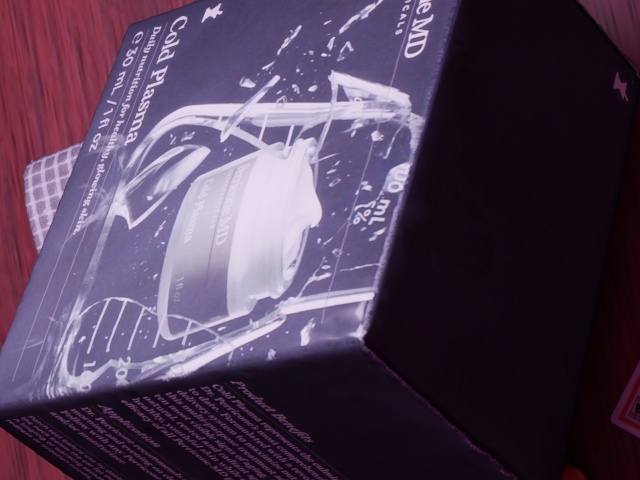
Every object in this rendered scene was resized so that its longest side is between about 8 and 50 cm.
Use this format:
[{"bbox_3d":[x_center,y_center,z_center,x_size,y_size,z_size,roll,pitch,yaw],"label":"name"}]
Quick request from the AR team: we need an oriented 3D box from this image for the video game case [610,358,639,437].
[{"bbox_3d":[0.442,0.102,1.811,0.204,0.025,0.285,28,96,24],"label":"video game case"}]

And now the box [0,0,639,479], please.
[{"bbox_3d":[0.000,0.000,1.706,0.472,0.297,0.479,-12,49,38],"label":"box"}]

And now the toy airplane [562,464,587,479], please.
[{"bbox_3d":[0.144,0.361,1.811,0.384,0.272,0.386,25,106,61],"label":"toy airplane"}]

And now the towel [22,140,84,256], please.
[{"bbox_3d":[-0.199,0.010,2.046,0.235,0.121,0.283,-20,77,21],"label":"towel"}]
